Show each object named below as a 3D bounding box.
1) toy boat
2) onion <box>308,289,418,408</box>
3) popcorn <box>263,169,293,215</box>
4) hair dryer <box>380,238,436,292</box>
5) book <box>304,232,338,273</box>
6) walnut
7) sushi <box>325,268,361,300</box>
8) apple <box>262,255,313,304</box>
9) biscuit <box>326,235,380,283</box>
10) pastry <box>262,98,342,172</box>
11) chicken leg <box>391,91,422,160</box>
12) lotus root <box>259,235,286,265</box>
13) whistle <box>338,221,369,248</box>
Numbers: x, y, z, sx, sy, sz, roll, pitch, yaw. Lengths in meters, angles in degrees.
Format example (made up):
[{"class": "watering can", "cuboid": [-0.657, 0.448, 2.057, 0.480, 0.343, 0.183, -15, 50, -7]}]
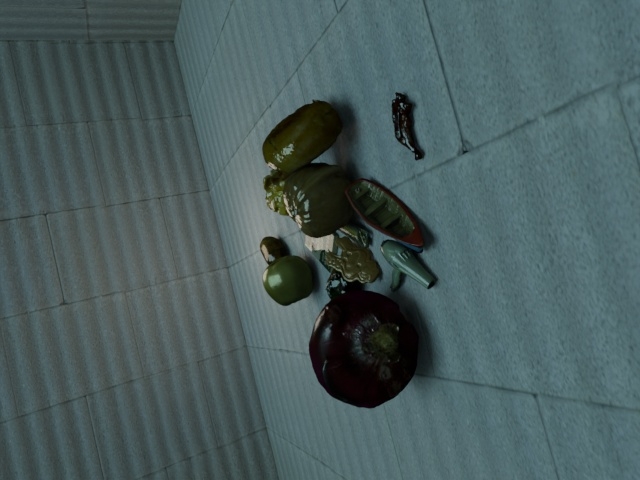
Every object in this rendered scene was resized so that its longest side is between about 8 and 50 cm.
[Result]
[{"class": "toy boat", "cuboid": [0.222, -0.081, 1.495, 0.392, 0.136, 0.079, 49, 175, 39]}, {"class": "onion", "cuboid": [0.144, 0.378, 1.615, 0.420, 0.397, 0.399, 106, 149, -85]}, {"class": "popcorn", "cuboid": [-0.169, -0.233, 2.121, 0.190, 0.191, 0.254, -77, -10, -67]}, {"class": "hair dryer", "cuboid": [0.296, 0.121, 1.489, 0.219, 0.088, 0.225, 30, 141, 51]}, {"class": "book", "cuboid": [0.000, 0.000, 2.053, 0.264, 0.027, 0.202, 46, 139, 47]}, {"class": "walnut", "cuboid": [0.000, -0.166, 1.712, 0.296, 0.285, 0.285, 43, 139, 32]}, {"class": "sushi", "cuboid": [0.095, 0.204, 1.817, 0.140, 0.148, 0.288, -10, 87, 60]}, {"class": "apple", "cuboid": [-0.161, 0.198, 2.217, 0.262, 0.262, 0.263, 36, 132, 53]}, {"class": "biscuit", "cuboid": [0.127, 0.085, 1.731, 0.236, 0.040, 0.144, 34, 95, 36]}, {"class": "pastry", "cuboid": [-0.073, -0.399, 1.697, 0.164, 0.356, 0.356, 54, 163, -25]}, {"class": "chicken leg", "cuboid": [0.258, -0.348, 1.366, 0.089, 0.048, 0.219, -5, 97, 67]}, {"class": "lotus root", "cuboid": [-0.257, 0.076, 2.483, 0.260, 0.128, 0.145, -124, 19, -46]}, {"class": "whistle", "cuboid": [0.097, -0.060, 1.800, 0.326, 0.057, 0.068, 38, 133, 52]}]
